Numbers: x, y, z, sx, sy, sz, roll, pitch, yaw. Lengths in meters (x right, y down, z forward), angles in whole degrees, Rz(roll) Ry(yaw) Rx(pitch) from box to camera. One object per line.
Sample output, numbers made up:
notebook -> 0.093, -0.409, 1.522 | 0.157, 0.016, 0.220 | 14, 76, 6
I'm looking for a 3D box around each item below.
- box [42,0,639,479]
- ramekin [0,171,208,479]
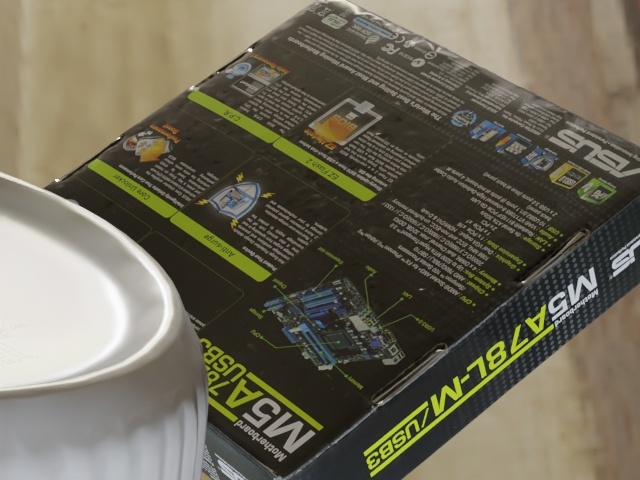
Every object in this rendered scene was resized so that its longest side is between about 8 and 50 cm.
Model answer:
box -> 0.000, 0.000, 0.696 | 0.191, 0.184, 0.045 | 32, 152, 41
ramekin -> -0.123, 0.048, 0.453 | 0.207, 0.207, 0.109 | -95, 20, -72
